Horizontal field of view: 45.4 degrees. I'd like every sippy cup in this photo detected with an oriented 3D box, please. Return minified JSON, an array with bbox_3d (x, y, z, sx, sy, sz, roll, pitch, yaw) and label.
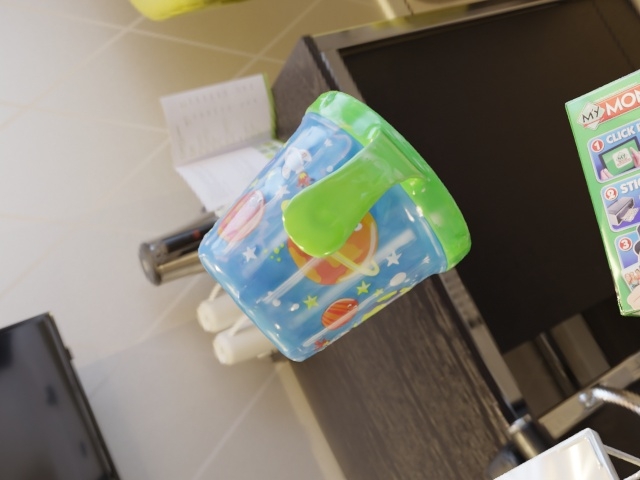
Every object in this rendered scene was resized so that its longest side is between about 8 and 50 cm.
[{"bbox_3d":[0.000,0.000,0.817,0.240,0.224,0.305,43,171,40],"label":"sippy cup"}]

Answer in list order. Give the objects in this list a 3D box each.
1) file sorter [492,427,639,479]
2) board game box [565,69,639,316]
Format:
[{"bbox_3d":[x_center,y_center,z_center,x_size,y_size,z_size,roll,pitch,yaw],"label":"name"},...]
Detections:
[{"bbox_3d":[0.308,0.387,0.823,0.193,0.173,0.278,-40,42,27],"label":"file sorter"},{"bbox_3d":[0.378,-0.079,0.625,0.317,0.046,0.213,-23,68,40],"label":"board game box"}]
